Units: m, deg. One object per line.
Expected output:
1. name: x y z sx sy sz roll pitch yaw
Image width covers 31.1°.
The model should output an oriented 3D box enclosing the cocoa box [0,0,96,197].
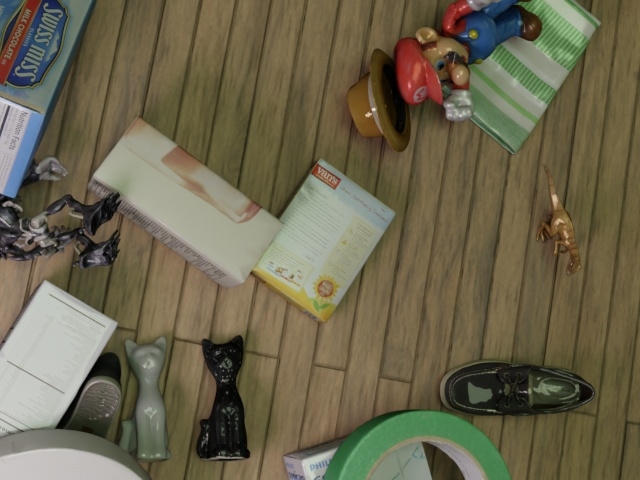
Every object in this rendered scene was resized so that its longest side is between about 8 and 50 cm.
1. cocoa box: -0.494 -0.287 1.739 0.228 0.231 0.347 21 52 -13

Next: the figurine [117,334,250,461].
1. figurine: -0.226 0.259 1.901 0.215 0.092 0.209 2 75 -16

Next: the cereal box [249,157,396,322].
1. cereal box: 0.000 0.000 2.011 0.173 0.047 0.240 37 74 -10

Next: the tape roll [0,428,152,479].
1. tape roll: -0.421 0.472 1.740 0.392 0.072 0.391 -5 109 -16

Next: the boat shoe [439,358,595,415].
1. boat shoe: 0.358 0.266 2.063 0.285 0.092 0.102 4 82 -16

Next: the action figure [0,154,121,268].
1. action figure: -0.441 -0.037 1.826 0.141 0.276 0.164 -47 141 -51

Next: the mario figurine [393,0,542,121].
1. mario figurine: 0.274 -0.335 2.036 0.320 0.170 0.198 -37 98 -18

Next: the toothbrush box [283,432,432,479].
1. toothbrush box: 0.086 0.475 1.941 0.216 0.126 0.295 -14 86 -18

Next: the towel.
1. towel: 0.363 -0.364 2.169 0.248 0.038 0.324 38 75 -10

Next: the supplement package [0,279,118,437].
1. supplement package: -0.446 0.202 1.806 0.139 0.134 0.244 33 75 -12

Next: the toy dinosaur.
1. toy dinosaur: 0.441 -0.042 2.115 0.064 0.112 0.211 -18 89 -17

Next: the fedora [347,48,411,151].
1. fedora: 0.098 -0.242 2.034 0.079 0.194 0.194 -13 87 21

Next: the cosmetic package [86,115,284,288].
1. cosmetic package: -0.226 -0.059 1.896 0.296 0.153 0.129 38 75 -11

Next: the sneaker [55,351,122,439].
1. sneaker: -0.376 0.292 1.854 0.083 0.118 0.222 29 106 -12

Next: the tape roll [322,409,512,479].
1. tape roll: 0.159 0.436 1.863 0.321 0.077 0.321 2 82 -18
